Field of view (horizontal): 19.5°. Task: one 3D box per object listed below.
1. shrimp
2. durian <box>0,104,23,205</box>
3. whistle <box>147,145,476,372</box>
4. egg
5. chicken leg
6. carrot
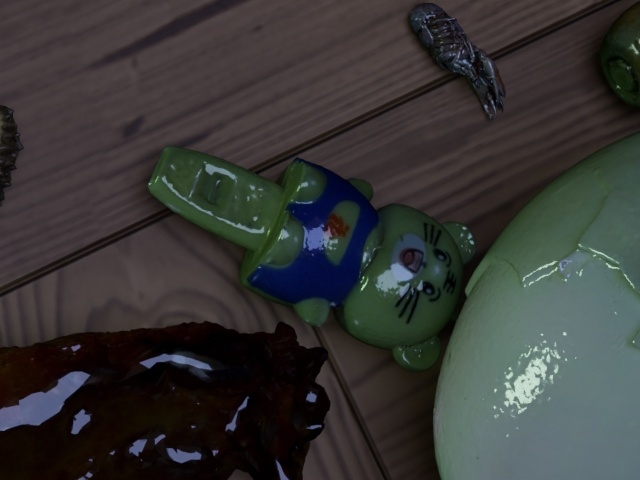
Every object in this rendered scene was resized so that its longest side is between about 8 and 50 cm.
[{"bbox_3d":[0.095,-0.121,1.235,0.029,0.038,0.092,-45,98,-14],"label":"shrimp"},{"bbox_3d":[-0.227,-0.032,1.123,0.130,0.052,0.066,-43,96,-15],"label":"durian"},{"bbox_3d":[0.000,0.000,1.172,0.227,0.085,0.105,26,69,-13],"label":"whistle"},{"bbox_3d":[0.217,0.075,1.128,0.336,0.278,0.278,-33,95,-22],"label":"egg"},{"bbox_3d":[-0.181,0.142,1.108,0.407,0.096,0.158,-26,112,-15],"label":"chicken leg"},{"bbox_3d":[0.314,-0.187,1.296,0.298,0.078,0.078,-37,96,-21],"label":"carrot"}]
